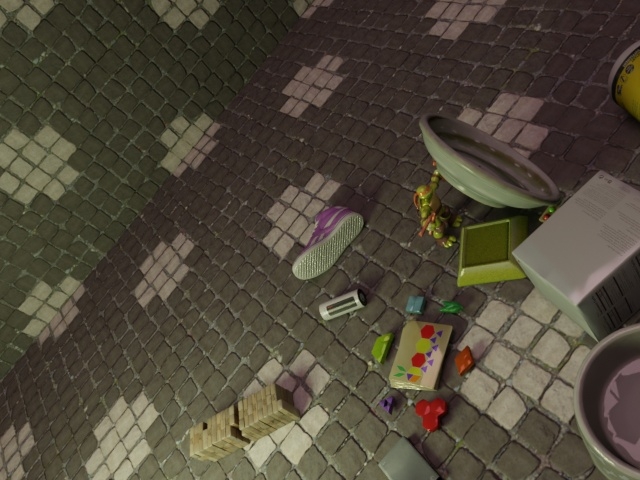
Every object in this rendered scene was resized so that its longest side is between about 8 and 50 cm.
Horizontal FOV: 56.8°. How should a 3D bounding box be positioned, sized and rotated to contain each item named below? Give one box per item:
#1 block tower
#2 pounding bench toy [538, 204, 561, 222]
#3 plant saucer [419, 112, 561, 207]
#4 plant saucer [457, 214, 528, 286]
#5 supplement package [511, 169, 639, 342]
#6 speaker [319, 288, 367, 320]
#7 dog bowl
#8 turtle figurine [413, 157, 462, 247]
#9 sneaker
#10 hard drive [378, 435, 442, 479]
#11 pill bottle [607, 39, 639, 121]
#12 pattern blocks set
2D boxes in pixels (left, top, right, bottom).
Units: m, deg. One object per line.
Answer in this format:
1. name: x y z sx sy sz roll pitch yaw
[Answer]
1. block tower: -0.219 0.522 1.691 0.335 0.091 0.097 -30 44 19
2. pounding bench toy: 0.591 -0.062 1.460 0.083 0.065 0.052 -52 40 -5
3. plant saucer: 0.411 -0.184 1.512 0.101 0.400 0.401 -61 34 28
4. plant saucer: 0.441 0.018 1.545 0.188 0.045 0.189 -12 52 35
5. supplement package: 0.602 0.036 1.271 0.262 0.198 0.199 -44 41 5
6. speaker: 0.065 0.188 1.733 0.136 0.055 0.055 -24 46 25
7. dog bowl: 0.641 0.307 1.100 0.348 0.102 0.349 -23 46 26
8. turtle figurine: 0.304 -0.076 1.600 0.087 0.217 0.270 -10 50 31
9. sneaker: 0.001 0.000 1.913 0.282 0.102 0.161 -42 36 -9
10. hard drive: 0.205 0.532 1.363 0.094 0.022 0.135 -48 41 -1
11. pill bottle: 0.837 -0.322 1.356 0.188 0.188 0.334 -37 42 13
12. pattern blocks set: 0.255 0.295 1.503 0.285 0.026 0.325 12 68 45
